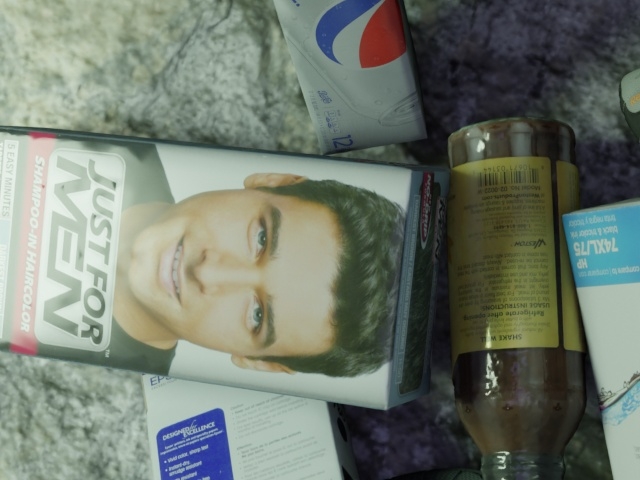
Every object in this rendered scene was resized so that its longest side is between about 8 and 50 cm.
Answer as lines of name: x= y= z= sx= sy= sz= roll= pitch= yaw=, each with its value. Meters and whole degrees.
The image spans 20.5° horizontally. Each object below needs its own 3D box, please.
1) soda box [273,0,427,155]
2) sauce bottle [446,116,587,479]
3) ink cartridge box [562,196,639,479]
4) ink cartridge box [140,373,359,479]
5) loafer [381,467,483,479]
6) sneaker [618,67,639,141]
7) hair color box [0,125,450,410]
soda box: x=0.015 y=-0.190 z=1.361 sx=0.091 sy=0.286 sz=0.098 roll=-9 pitch=54 yaw=7
sauce bottle: x=0.155 y=0.078 z=1.408 sx=0.111 sy=0.111 sz=0.344 roll=-1 pitch=79 yaw=7
ink cartridge box: x=0.338 y=0.086 z=1.339 sx=0.198 sy=0.197 sz=0.270 roll=-11 pitch=91 yaw=-28
ink cartridge box: x=-0.048 y=0.224 z=1.436 sx=0.165 sy=0.065 sz=0.332 roll=-21 pitch=51 yaw=12
loafer: x=0.029 y=0.262 z=1.485 sx=0.268 sy=0.096 sz=0.084 roll=-17 pitch=110 yaw=14
sneaker: x=0.362 y=-0.151 z=1.412 sx=0.272 sy=0.100 sz=0.108 roll=-25 pitch=48 yaw=-4
hair color box: x=-0.095 y=0.015 z=1.429 sx=0.375 sy=0.113 sz=0.185 roll=7 pitch=94 yaw=20
